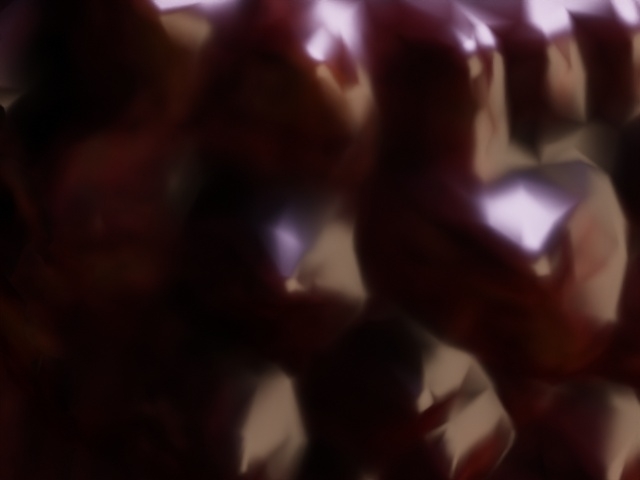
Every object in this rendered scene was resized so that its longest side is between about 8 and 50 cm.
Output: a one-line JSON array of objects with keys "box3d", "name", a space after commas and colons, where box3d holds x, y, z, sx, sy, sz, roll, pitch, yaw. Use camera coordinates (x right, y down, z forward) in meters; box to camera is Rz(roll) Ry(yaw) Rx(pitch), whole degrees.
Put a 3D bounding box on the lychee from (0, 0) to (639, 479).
[{"box3d": [0.000, 0.000, 0.621, 0.500, 0.424, 0.425, 60, 35, -40], "name": "lychee"}]
